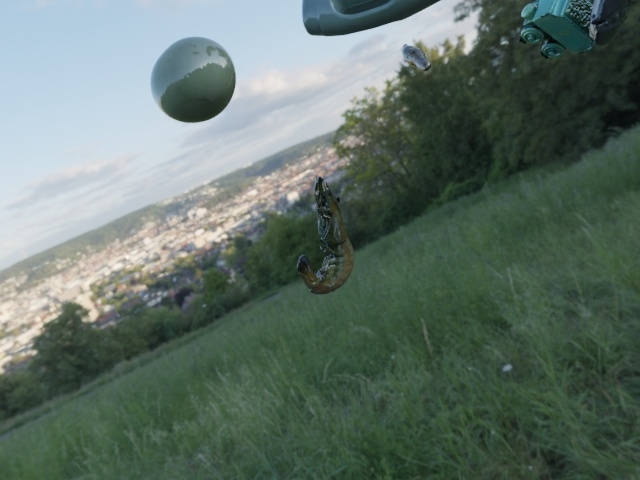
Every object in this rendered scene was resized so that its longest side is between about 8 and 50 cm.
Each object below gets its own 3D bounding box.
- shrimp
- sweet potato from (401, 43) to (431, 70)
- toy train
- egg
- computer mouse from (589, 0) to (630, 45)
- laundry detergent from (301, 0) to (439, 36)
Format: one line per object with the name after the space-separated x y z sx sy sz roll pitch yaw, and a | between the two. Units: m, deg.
0.000 0.000 1.067 0.058 0.296 0.169 14 42 45 | shrimp
0.355 -0.678 1.671 0.067 0.067 0.273 -24 39 4 | sweet potato
0.677 -0.611 1.274 0.163 0.203 0.112 8 78 69 | toy train
-0.354 -0.449 1.272 0.219 0.219 0.269 -7 47 56 | egg
0.595 -0.469 0.925 0.062 0.105 0.192 11 42 30 | computer mouse
0.166 -0.590 1.025 0.398 0.263 0.124 3 -23 19 | laundry detergent
